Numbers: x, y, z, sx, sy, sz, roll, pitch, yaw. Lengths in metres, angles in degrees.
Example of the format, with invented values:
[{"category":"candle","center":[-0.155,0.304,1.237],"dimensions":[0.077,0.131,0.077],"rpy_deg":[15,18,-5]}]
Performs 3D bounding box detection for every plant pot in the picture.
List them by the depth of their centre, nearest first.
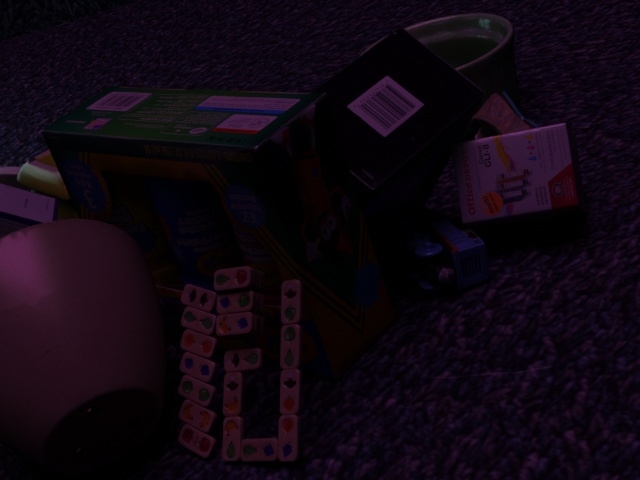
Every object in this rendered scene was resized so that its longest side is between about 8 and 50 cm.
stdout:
[{"category":"plant pot","center":[-0.398,-0.076,2.165],"dimensions":[0.228,0.207,0.227],"rpy_deg":[-34,30,-29]}]

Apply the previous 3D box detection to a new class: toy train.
[{"category":"toy train","center":[0.176,0.015,1.794],"dimensions":[0.105,0.080,0.184],"rpy_deg":[-14,24,-12]}]

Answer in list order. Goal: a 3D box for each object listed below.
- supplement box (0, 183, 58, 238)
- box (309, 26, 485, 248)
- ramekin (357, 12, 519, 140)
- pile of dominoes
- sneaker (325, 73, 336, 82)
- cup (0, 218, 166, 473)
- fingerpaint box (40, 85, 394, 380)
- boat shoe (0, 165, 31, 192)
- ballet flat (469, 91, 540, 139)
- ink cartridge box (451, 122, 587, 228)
[{"category":"supplement box","center":[-0.526,0.032,2.014],"dimensions":[0.114,0.220,0.111],"rpy_deg":[16,22,-16]},{"category":"box","center":[0.062,-0.113,1.827],"dimensions":[0.183,0.294,0.296],"rpy_deg":[41,54,12]},{"category":"ramekin","center":[0.227,-0.298,2.252],"dimensions":[0.303,0.148,0.303],"rpy_deg":[-15,27,8]},{"category":"pile of dominoes","center":[-0.116,0.162,1.560],"dimensions":[0.196,0.040,0.251],"rpy_deg":[-8,73,31]},{"category":"sneaker","center":[0.007,-0.194,2.244],"dimensions":[0.267,0.106,0.101],"rpy_deg":[-60,7,-25]},{"category":"cup","center":[-0.337,0.170,1.614],"dimensions":[0.331,0.331,0.237],"rpy_deg":[-27,54,-16]},{"category":"fingerpaint box","center":[-0.153,-0.021,1.734],"dimensions":[0.445,0.371,0.163],"rpy_deg":[9,38,40]},{"category":"boat shoe","center":[-0.679,-0.122,2.500],"dimensions":[0.341,0.127,0.158],"rpy_deg":[-8,37,20]},{"category":"ballet flat","center":[0.323,-0.156,2.013],"dimensions":[0.106,0.107,0.316],"rpy_deg":[-36,21,7]},{"category":"ink cartridge box","center":[0.299,-0.092,1.807],"dimensions":[0.176,0.128,0.127],"rpy_deg":[-10,-7,18]}]
